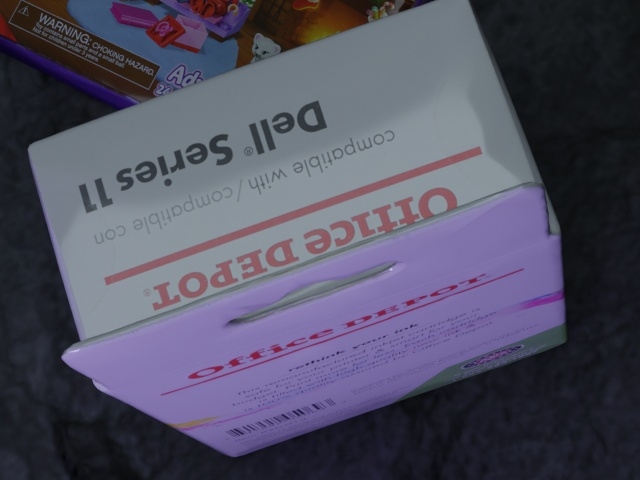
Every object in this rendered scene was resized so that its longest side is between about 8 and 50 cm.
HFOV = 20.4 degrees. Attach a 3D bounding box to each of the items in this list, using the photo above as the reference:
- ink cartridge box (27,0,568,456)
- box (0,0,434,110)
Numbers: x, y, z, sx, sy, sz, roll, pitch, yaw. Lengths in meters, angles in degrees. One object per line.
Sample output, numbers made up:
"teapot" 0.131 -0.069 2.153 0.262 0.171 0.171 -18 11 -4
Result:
"ink cartridge box" 0.000 0.000 0.829 0.207 0.353 0.119 -19 76 3
"box" -0.079 -0.170 1.031 0.293 0.057 0.201 26 82 13
